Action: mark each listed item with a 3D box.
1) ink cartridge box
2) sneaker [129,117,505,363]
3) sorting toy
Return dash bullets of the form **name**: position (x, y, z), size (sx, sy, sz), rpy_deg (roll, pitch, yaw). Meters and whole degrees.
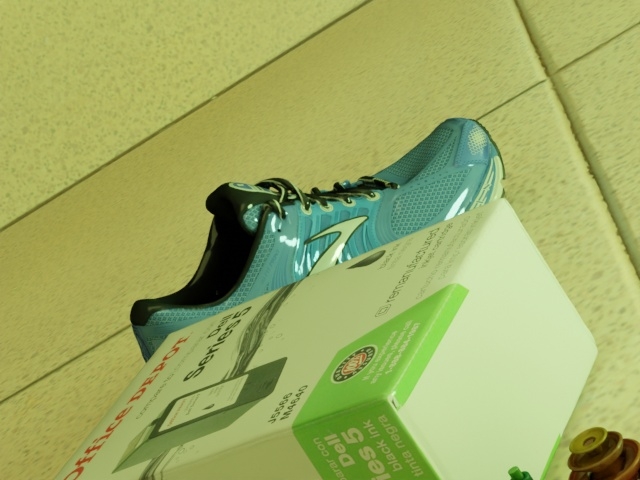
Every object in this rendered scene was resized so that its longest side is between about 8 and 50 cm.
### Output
- **ink cartridge box**: position (-0.006, 0.110, 0.859), size (0.273, 0.114, 0.198), rpy_deg (-23, 18, 34)
- **sneaker**: position (0.000, 0.000, 1.130), size (0.330, 0.147, 0.130), rpy_deg (-39, 16, -21)
- **sorting toy**: position (0.115, 0.123, 0.710), size (0.061, 0.042, 0.102), rpy_deg (-14, 25, 52)
